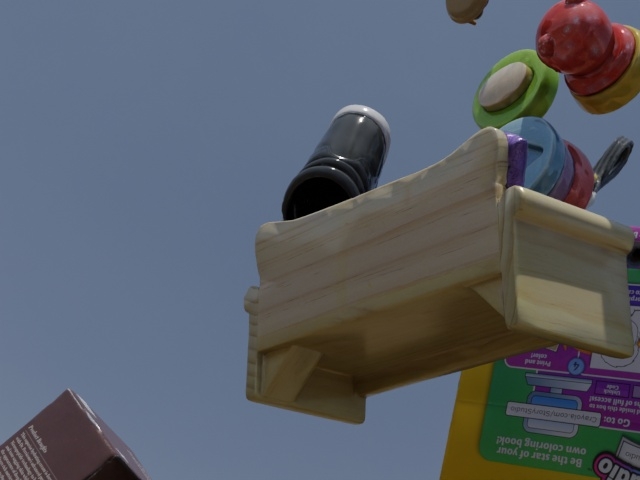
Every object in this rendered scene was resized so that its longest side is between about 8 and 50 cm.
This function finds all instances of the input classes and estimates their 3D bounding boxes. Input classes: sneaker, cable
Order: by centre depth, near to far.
[{"bbox_3d":[0.000,0.000,1.519,0.104,0.147,0.296,21,-53,12],"label":"sneaker"},{"bbox_3d":[0.443,-0.078,2.135,0.072,0.287,0.139,24,-60,32],"label":"cable"}]

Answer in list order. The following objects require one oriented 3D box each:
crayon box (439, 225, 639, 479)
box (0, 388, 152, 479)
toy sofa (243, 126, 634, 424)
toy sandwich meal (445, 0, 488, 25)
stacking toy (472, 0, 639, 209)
[{"bbox_3d":[0.334,0.147,1.415,0.363,0.313,0.106,4,-15,34],"label":"crayon box"},{"bbox_3d":[-0.334,0.344,1.731,0.168,0.203,0.167,41,-12,49],"label":"box"},{"bbox_3d":[0.095,0.044,1.194,0.150,0.177,0.362,18,-27,-37],"label":"toy sofa"},{"bbox_3d":[0.188,-0.306,1.641,0.029,0.085,0.085,12,-13,-38],"label":"toy sandwich meal"},{"bbox_3d":[0.241,-0.160,1.662,0.130,0.309,0.279,33,-15,-32],"label":"stacking toy"}]
